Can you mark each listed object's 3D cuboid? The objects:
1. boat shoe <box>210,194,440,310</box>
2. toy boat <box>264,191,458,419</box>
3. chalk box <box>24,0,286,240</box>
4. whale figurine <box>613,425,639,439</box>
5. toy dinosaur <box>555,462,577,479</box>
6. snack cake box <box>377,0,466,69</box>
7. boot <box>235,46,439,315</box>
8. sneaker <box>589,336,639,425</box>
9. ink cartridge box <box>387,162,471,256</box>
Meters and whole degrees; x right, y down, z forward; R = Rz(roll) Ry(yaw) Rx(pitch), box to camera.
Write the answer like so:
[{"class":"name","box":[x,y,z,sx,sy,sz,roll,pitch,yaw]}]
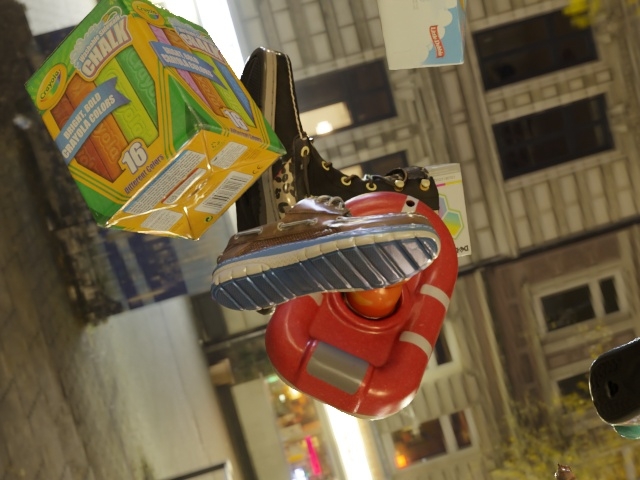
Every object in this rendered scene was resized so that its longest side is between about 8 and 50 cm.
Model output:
[{"class":"boat shoe","box":[0.000,0.000,0.689,0.066,0.183,0.066,56,30,-49]},{"class":"toy boat","box":[0.051,0.039,0.845,0.151,0.151,0.231,109,7,-51]},{"class":"chalk box","box":[-0.214,-0.170,1.103,0.289,0.180,0.179,56,21,22]},{"class":"whale figurine","box":[0.422,0.194,0.905,0.141,0.272,0.216,-50,139,-46]},{"class":"toy dinosaur","box":[0.364,0.362,1.177,0.211,0.064,0.112,29,-80,51]},{"class":"snack cake box","box":[0.122,-0.331,1.069,0.264,0.089,0.152,-77,160,-50]},{"class":"boot","box":[0.022,-0.088,1.339,0.138,0.284,0.377,170,-83,-67]},{"class":"sneaker","box":[0.333,0.098,0.742,0.227,0.130,0.087,126,-45,-62]},{"class":"ink cartridge box","box":[0.183,-0.017,1.501,0.062,0.109,0.209,3,-78,61]}]
